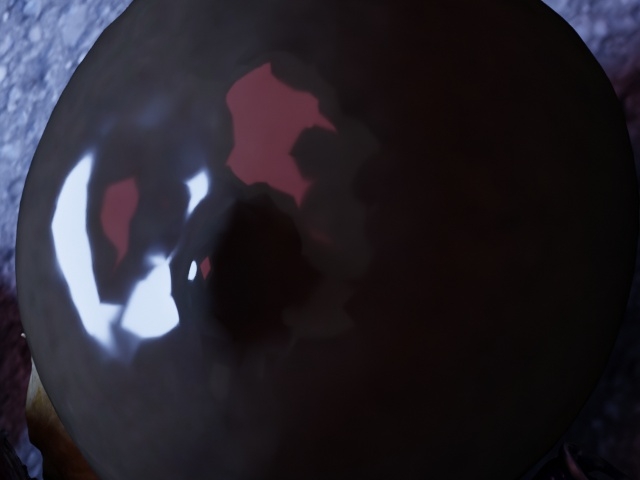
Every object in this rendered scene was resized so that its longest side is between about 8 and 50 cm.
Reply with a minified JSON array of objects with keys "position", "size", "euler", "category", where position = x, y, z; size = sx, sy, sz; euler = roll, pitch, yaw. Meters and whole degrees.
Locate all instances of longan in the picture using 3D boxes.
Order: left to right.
[{"position":[0.000,0.003,0.689],"size":[0.297,0.297,0.297],"euler":[-15,64,33],"category":"longan"}]

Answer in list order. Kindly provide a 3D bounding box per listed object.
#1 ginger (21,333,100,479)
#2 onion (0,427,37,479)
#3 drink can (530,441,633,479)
[{"position":[-0.102,0.074,0.855],"size":[0.157,0.102,0.216],"euler":[-26,58,20],"category":"ginger"},{"position":[-0.262,0.222,0.809],"size":[0.282,0.337,0.260],"euler":[-31,8,-5],"category":"onion"},{"position":[0.071,0.209,0.671],"size":[0.235,0.097,0.097],"euler":[-52,50,11],"category":"drink can"}]
